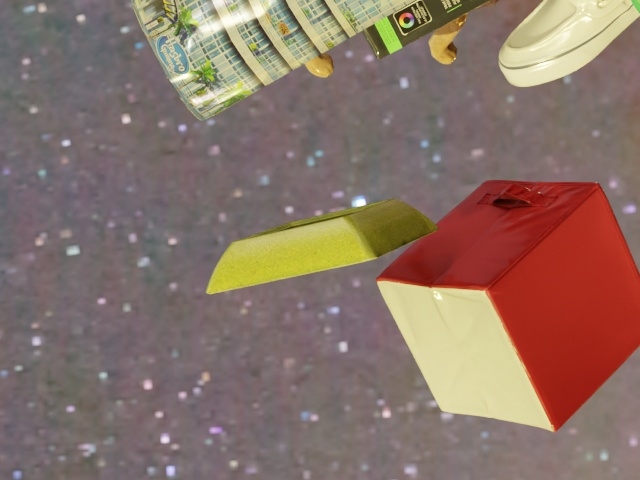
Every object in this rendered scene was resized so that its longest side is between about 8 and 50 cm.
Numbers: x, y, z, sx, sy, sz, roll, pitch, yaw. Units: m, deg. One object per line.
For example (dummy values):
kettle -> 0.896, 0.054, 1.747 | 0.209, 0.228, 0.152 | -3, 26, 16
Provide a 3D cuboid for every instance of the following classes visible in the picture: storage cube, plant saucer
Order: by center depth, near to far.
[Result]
plant saucer -> 0.000, 0.000, 1.567 | 0.188, 0.188, 0.045 | -22, -81, -64
storage cube -> 0.210, 0.064, 1.671 | 0.193, 0.184, 0.215 | -41, -65, -28

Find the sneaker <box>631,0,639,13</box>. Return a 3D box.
sneaker -> 0.228, -0.143, 0.820 | 0.295, 0.109, 0.123 | -73, 0, -56

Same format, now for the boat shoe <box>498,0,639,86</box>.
boat shoe -> 0.275, -0.254, 1.506 | 0.088, 0.267, 0.096 | 46, -159, -35

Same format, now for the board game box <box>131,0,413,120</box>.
board game box -> -0.017, -0.188, 0.761 | 0.060, 0.194, 0.194 | 43, -159, -57

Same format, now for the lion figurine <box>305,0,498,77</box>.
lion figurine -> 0.076, -0.311, 1.812 | 0.392, 0.240, 0.142 | -14, -117, -21

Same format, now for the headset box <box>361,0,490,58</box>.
headset box -> 0.103, -0.354, 1.589 | 0.246, 0.283, 0.131 | 62, -176, -16
